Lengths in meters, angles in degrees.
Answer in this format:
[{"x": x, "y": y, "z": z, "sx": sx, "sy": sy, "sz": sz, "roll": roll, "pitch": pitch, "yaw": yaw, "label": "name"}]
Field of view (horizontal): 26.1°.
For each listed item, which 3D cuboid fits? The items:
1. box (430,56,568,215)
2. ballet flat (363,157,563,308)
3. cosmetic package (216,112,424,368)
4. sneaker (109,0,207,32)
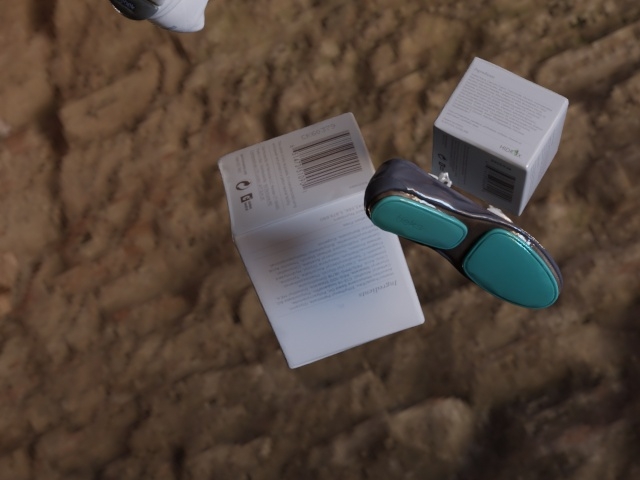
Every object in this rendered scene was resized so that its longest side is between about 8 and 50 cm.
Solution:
[{"x": 0.166, "y": -0.097, "z": 1.295, "sx": 0.087, "sy": 0.102, "sz": 0.101, "roll": -57, "pitch": 164, "yaw": -19, "label": "box"}, {"x": 0.125, "y": -0.012, "z": 1.181, "sx": 0.074, "sy": 0.203, "sz": 0.074, "roll": -47, "pitch": -153, "yaw": 33, "label": "ballet flat"}, {"x": 0.000, "y": 0.000, "z": 1.408, "sx": 0.152, "sy": 0.183, "sz": 0.151, "roll": -19, "pitch": -145, "yaw": 2, "label": "cosmetic package"}, {"x": -0.127, "y": -0.357, "z": 1.456, "sx": 0.297, "sy": 0.111, "sz": 0.129, "roll": -65, "pitch": 153, "yaw": -1, "label": "sneaker"}]
